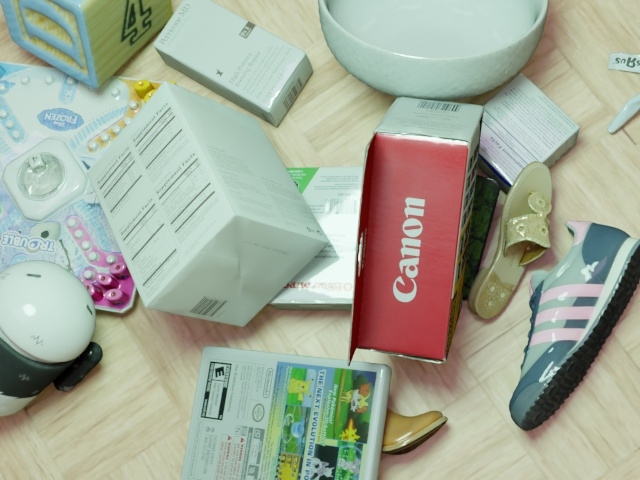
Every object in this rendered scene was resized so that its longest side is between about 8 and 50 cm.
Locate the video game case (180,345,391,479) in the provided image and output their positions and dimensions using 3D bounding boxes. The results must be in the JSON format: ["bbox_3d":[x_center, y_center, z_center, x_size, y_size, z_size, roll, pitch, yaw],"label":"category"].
[{"bbox_3d":[-0.061,0.325,1.523,0.300,0.036,0.329,3,77,26],"label":"video game case"}]

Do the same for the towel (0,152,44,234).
[{"bbox_3d":[-0.517,-0.057,1.747,0.113,0.023,0.152,-24,71,1],"label":"towel"}]

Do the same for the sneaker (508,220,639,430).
[{"bbox_3d":[0.337,0.115,1.527,0.131,0.112,0.319,29,79,32],"label":"sneaker"}]

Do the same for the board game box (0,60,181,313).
[{"bbox_3d":[-0.446,-0.103,1.712,0.390,0.050,0.390,9,74,10],"label":"board game box"}]

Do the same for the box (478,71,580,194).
[{"bbox_3d":[0.295,-0.155,1.605,0.137,0.072,0.126,-42,74,-3],"label":"box"}]

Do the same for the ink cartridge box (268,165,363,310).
[{"bbox_3d":[0.000,0.000,1.608,0.153,0.087,0.208,1,76,10],"label":"ink cartridge box"}]

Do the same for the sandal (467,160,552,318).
[{"bbox_3d":[0.297,0.010,1.534,0.079,0.088,0.240,30,97,56],"label":"sandal"}]

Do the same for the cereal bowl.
[{"bbox_3d":[0.165,-0.319,1.604,0.339,0.141,0.339,-1,47,1],"label":"cereal bowl"}]

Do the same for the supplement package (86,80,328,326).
[{"bbox_3d":[-0.165,-0.048,1.531,0.198,0.199,0.262,-45,55,22],"label":"supplement package"}]

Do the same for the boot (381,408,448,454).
[{"bbox_3d":[0.070,0.243,1.546,0.197,0.073,0.152,-23,69,1],"label":"boot"}]

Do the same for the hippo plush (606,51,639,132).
[{"bbox_3d":[0.567,-0.296,1.509,0.294,0.236,0.234,2,77,10],"label":"hippo plush"}]

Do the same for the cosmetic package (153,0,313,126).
[{"bbox_3d":[-0.139,-0.291,1.708,0.231,0.085,0.117,30,82,14],"label":"cosmetic package"}]

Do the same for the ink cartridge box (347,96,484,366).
[{"bbox_3d":[0.130,-0.008,1.431,0.130,0.272,0.309,8,112,11],"label":"ink cartridge box"}]

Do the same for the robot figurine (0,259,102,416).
[{"bbox_3d":[-0.454,0.147,1.580,0.278,0.209,0.173,-41,72,27],"label":"robot figurine"}]

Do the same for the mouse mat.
[{"bbox_3d":[0.172,-0.016,1.584,0.153,0.007,0.189,16,104,13],"label":"mouse mat"}]

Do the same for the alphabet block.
[{"bbox_3d":[-0.371,-0.395,1.690,0.192,0.193,0.197,30,62,14],"label":"alphabet block"}]
